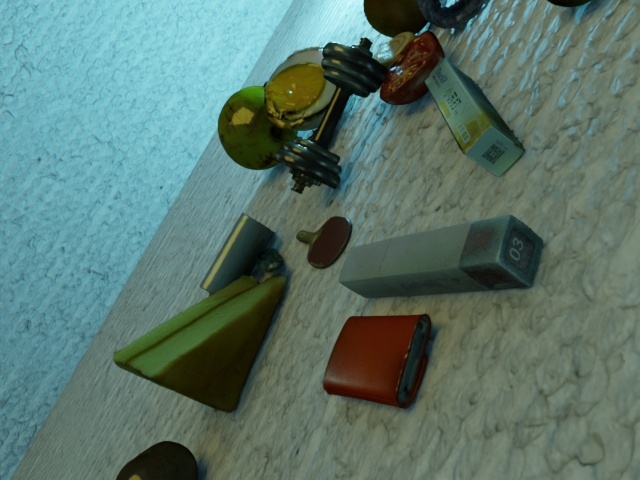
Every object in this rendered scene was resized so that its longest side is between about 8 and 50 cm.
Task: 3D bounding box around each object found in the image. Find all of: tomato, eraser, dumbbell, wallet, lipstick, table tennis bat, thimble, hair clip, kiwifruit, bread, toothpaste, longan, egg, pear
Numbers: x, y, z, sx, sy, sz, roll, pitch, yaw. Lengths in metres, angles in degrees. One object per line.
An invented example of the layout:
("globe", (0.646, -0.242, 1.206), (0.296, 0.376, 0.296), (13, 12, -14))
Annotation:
("tomato", (0.215, -0.375, 1.304), (0.174, 0.082, 0.166), (-42, 29, 26))
("eraser", (-0.224, 0.048, 1.567), (0.227, 0.081, 0.174), (-62, -16, -5))
("dumbbell", (0.027, -0.302, 1.411), (0.407, 0.179, 0.179), (-64, 23, 6))
("wallet", (0.088, 0.186, 0.918), (0.204, 0.045, 0.142), (-14, 51, 58))
("lipstick", (0.166, 0.037, 0.910), (0.371, 0.076, 0.080), (-15, 49, 57))
("table tennis bat", (0.000, 0.000, 1.343), (0.131, 0.022, 0.234), (-62, 26, -8))
("thimble", (0.291, -0.562, 1.306), (0.150, 0.150, 0.098), (-43, 27, 29))
("hair clip", (-0.127, 0.056, 1.475), (0.066, 0.036, 0.229), (-33, 12, -7))
("kiwifruit", (0.218, -0.646, 1.494), (0.234, 0.196, 0.196), (-58, 24, -12))
("bread", (-0.262, 0.185, 1.349), (0.233, 0.245, 0.362), (1, 58, 49))
("toothpaste", (0.266, -0.232, 1.031), (0.071, 0.089, 0.313), (-50, 25, 28))
("longan", (-0.341, 0.514, 1.208), (0.167, 0.167, 0.187), (-31, 22, 45))
("bread", (0.200, -0.467, 1.466), (0.122, 0.073, 0.149), (-55, 26, -6))
("egg", (-0.022, -0.417, 1.710), (0.264, 0.174, 0.287), (-23, 51, 14))
("pear", (-0.197, -0.366, 1.876), (0.283, 0.283, 0.284), (-43, 28, 30))

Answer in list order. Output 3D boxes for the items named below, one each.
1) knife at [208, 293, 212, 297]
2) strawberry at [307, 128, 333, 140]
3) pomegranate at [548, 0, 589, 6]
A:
("knife", (-0.289, 0.193, 1.640), (0.089, 0.043, 0.365), (-18, 30, 5))
("strawberry", (-0.011, -0.265, 1.651), (0.152, 0.048, 0.104), (-49, 30, 40))
("pomegranate", (0.422, -0.456, 0.958), (0.130, 0.130, 0.130), (-43, 28, 30))
